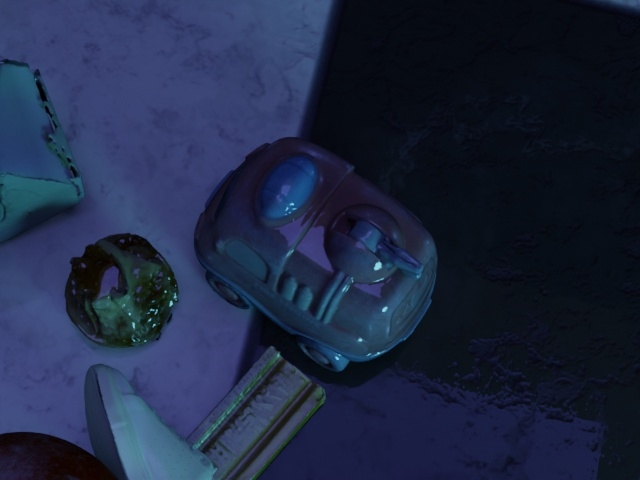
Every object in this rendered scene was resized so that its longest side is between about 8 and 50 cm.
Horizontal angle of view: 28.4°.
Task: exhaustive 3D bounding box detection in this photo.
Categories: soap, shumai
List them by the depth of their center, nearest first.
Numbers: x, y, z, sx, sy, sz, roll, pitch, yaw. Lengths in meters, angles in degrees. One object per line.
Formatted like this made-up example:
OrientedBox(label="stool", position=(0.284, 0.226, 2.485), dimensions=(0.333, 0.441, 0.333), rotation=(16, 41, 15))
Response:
OrientedBox(label="soap", position=(-0.504, -0.058, 1.423), dimensions=(0.446, 0.261, 0.156), rotation=(-22, 74, -13))
OrientedBox(label="soap", position=(-0.106, 0.243, 1.472), dimensions=(0.092, 0.037, 0.252), rotation=(41, 73, 8))
OrientedBox(label="shumai", position=(-0.238, 0.053, 1.484), dimensions=(0.145, 0.116, 0.145), rotation=(2, 70, -6))

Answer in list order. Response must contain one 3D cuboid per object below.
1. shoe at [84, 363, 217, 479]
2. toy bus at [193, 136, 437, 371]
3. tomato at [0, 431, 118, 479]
OrientedBox(label="shoe", position=(-0.177, 0.252, 1.406), dimensions=(0.110, 0.095, 0.265), rotation=(-13, 68, -27))
OrientedBox(label="toy bus", position=(0.000, 0.000, 1.461), dimensions=(0.294, 0.232, 0.197), rotation=(36, 72, 7))
OrientedBox(label="tomato", position=(-0.311, 0.335, 1.320), dimensions=(0.270, 0.227, 0.270), rotation=(-6, 72, 20))
